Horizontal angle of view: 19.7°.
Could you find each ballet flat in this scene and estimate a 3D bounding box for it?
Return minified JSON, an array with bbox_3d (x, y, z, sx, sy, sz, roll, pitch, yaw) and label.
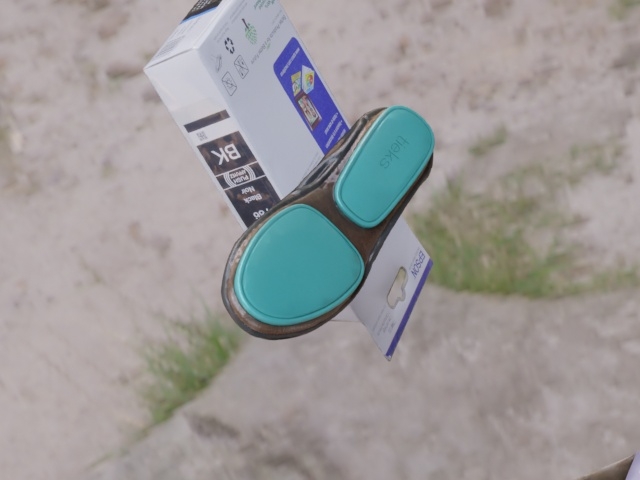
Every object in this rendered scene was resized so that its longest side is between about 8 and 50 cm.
[{"bbox_3d":[0.000,0.000,1.425,0.280,0.095,0.096,-46,4,-42],"label":"ballet flat"}]

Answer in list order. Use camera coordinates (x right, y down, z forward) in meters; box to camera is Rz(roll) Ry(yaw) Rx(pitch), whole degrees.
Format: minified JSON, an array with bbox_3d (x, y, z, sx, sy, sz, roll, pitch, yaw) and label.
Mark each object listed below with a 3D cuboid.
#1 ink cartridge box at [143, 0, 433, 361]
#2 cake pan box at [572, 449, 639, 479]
[{"bbox_3d":[-0.020,-0.059,1.605,0.065,0.332,0.165,-20,23,29],"label":"ink cartridge box"},{"bbox_3d":[0.122,0.194,0.614,0.246,0.267,0.070,-27,13,31],"label":"cake pan box"}]
